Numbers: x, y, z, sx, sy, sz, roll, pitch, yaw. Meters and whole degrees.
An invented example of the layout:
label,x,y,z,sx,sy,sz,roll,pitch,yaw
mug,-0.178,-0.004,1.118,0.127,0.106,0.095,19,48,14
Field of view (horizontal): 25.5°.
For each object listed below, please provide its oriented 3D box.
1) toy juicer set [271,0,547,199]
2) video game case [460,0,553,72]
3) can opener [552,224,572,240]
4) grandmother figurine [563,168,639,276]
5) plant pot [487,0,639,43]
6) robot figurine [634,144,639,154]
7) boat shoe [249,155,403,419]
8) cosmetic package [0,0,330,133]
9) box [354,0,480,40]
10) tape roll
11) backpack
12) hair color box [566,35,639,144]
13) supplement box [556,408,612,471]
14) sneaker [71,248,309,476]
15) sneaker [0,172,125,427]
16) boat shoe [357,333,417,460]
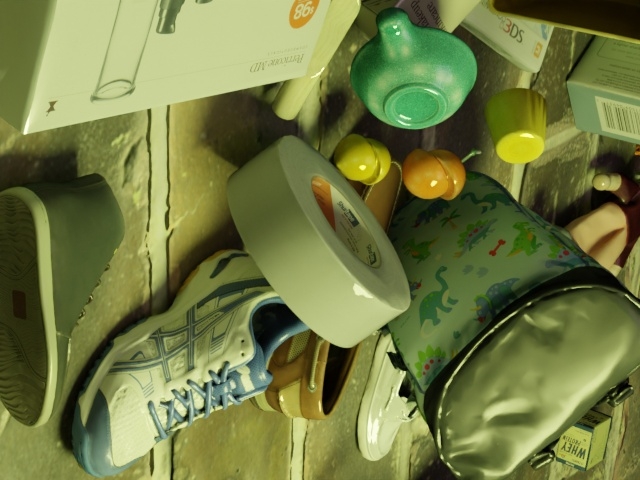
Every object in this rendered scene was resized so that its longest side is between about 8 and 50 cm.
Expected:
label,x,y,z,sx,sy,sz,roll,pitch,yaw
toy juicer set,0.072,-0.155,1.512,0.329,0.209,0.089,30,43,-33
video game case,0.263,-0.411,1.808,0.300,0.036,0.329,20,89,-58
can opener,0.314,0.103,2.097,0.074,0.093,0.280,-38,139,-42
grandmother figurine,0.467,-0.018,2.251,0.342,0.104,0.208,-35,141,-40
plant pot,0.350,-0.368,1.757,0.187,0.212,0.212,-21,124,-67
robot figurine,0.599,-0.220,2.301,0.211,0.085,0.291,42,57,-36
boat shoe,0.031,0.058,1.614,0.122,0.120,0.324,35,76,-57
cosmetic package,-0.112,-0.260,1.208,0.377,0.097,0.284,-20,140,-51
box,0.149,-0.329,1.553,0.275,0.094,0.113,-48,145,-4
tape roll,0.000,0.000,1.453,0.072,0.219,0.219,-35,151,17
backpack,0.199,0.075,1.668,0.290,0.273,0.355,-42,-168,12
hair color box,0.542,-0.313,2.132,0.374,0.185,0.113,-55,145,-24
supplement box,0.457,0.344,2.449,0.083,0.056,0.083,-16,118,-53
sneaker,-0.122,0.125,1.412,0.296,0.131,0.112,-50,143,-28
sneaker,-0.227,0.053,1.261,0.118,0.083,0.222,-20,120,-52
boat shoe,0.099,0.204,1.839,0.066,0.063,0.184,7,99,-57
